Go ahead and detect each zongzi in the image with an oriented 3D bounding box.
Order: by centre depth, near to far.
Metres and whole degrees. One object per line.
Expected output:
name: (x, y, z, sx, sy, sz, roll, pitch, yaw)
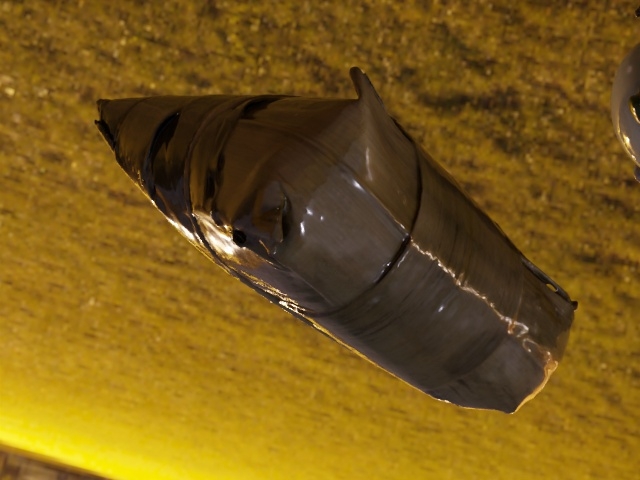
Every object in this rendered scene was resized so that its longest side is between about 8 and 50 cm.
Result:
zongzi: (0.000, 0.000, 0.456, 0.160, 0.078, 0.176, 44, 163, -31)

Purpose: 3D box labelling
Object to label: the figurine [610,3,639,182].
figurine: (0.210, -0.107, 0.610, 0.093, 0.147, 0.197, 26, 135, 35)
